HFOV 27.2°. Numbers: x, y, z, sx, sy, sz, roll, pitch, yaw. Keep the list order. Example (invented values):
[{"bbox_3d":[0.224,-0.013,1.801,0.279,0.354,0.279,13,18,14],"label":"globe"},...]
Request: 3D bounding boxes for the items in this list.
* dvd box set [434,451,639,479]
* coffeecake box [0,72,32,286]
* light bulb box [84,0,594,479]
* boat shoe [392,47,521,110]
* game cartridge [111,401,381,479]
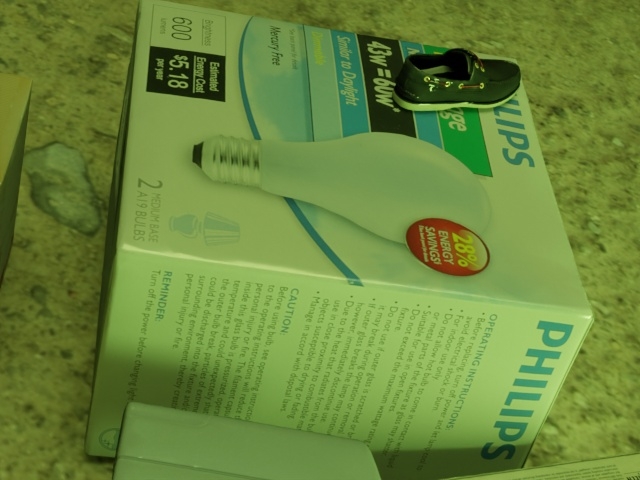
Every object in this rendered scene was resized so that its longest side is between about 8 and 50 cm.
[{"bbox_3d":[0.176,0.308,0.868,0.308,0.062,0.420,-7,31,-12],"label":"dvd box set"},{"bbox_3d":[-0.290,-0.026,1.091,0.068,0.185,0.142,10,40,-9],"label":"coffeecake box"},{"bbox_3d":[0.000,0.000,1.136,0.361,0.225,0.357,7,40,-11],"label":"light bulb box"},{"bbox_3d":[0.123,-0.141,1.138,0.133,0.042,0.049,-9,44,-32],"label":"boat shoe"},{"bbox_3d":[-0.047,0.233,0.827,0.198,0.062,0.297,7,41,-5],"label":"game cartridge"}]
